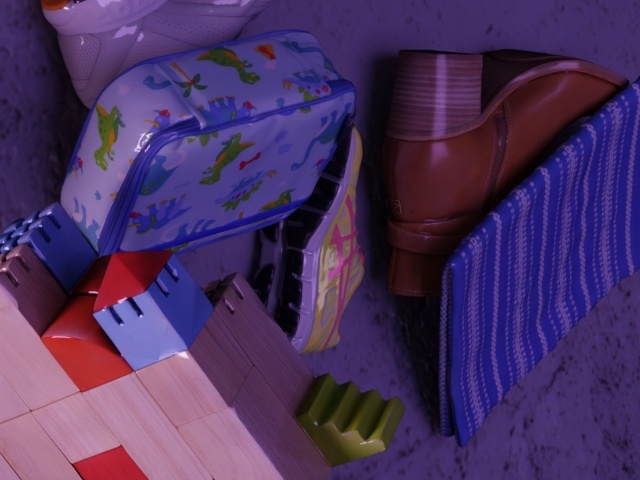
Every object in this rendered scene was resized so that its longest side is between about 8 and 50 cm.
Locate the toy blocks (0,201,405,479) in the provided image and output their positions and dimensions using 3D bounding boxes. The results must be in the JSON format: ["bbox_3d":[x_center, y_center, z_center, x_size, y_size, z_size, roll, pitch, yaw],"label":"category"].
[{"bbox_3d":[-0.173,0.101,1.351,0.261,0.381,0.191,56,34,-19],"label":"toy blocks"}]

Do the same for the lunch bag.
[{"bbox_3d":[-0.085,-0.067,1.504,0.219,0.090,0.176,-17,150,-39],"label":"lunch bag"}]

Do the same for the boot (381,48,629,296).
[{"bbox_3d":[0.167,-0.060,1.759,0.283,0.109,0.220,-6,103,-47],"label":"boot"}]

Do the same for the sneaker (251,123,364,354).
[{"bbox_3d":[0.000,0.000,1.646,0.094,0.081,0.208,14,92,-48],"label":"sneaker"}]

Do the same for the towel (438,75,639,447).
[{"bbox_3d":[0.221,0.013,1.789,0.336,0.040,0.243,-41,145,-33],"label":"towel"}]

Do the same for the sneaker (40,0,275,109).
[{"bbox_3d":[-0.097,-0.177,1.535,0.262,0.099,0.121,-23,117,-29],"label":"sneaker"}]
